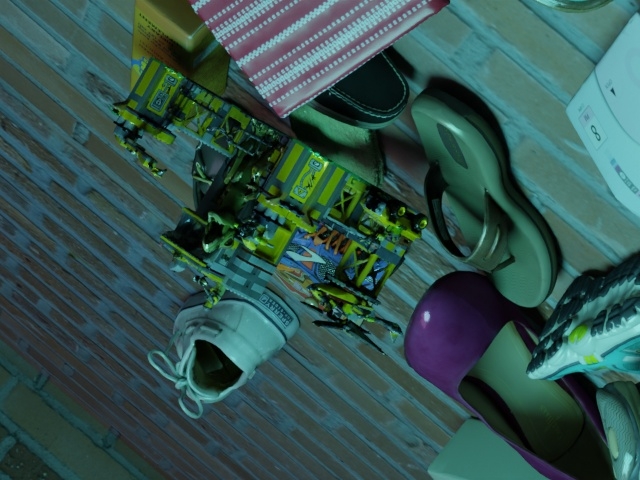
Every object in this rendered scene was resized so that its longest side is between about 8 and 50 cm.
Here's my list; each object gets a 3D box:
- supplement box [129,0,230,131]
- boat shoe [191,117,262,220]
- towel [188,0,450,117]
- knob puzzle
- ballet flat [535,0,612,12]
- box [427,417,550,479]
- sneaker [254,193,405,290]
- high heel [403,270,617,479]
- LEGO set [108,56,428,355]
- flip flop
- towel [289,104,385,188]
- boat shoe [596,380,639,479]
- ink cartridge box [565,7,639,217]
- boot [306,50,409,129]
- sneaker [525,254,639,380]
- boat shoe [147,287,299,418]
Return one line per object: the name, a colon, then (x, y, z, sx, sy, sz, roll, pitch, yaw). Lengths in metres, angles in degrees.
supplement box: (-0.140, -0.198, 1.891, 0.078, 0.080, 0.233, 39, 162, 9)
boat shoe: (-0.106, -0.073, 2.101, 0.081, 0.069, 0.228, 34, 159, 15)
towel: (-0.046, -0.254, 1.512, 0.199, 0.031, 0.275, -32, 101, 35)
knob puzzle: (-0.026, 0.037, 2.248, 0.213, 0.030, 0.213, 34, 159, 15)
ballet flat: (0.080, -0.288, 1.302, 0.342, 0.116, 0.124, 41, 180, -1)
box: (0.260, 0.293, 2.189, 0.275, 0.094, 0.113, 10, 144, 54)
sneaker: (0.000, 0.000, 2.060, 0.221, 0.083, 0.087, 15, 141, 42)
high heel: (0.212, 0.150, 1.904, 0.181, 0.127, 0.377, 39, 180, 31)
LEGO set: (-0.073, -0.014, 1.787, 0.331, 0.192, 0.255, 31, -178, 33)
flip flop: (0.140, -0.028, 1.748, 0.112, 0.080, 0.277, 24, 155, 37)
towel: (0.014, -0.113, 1.872, 0.110, 0.027, 0.148, 28, 156, 27)
boat shoe: (0.343, 0.190, 1.731, 0.355, 0.130, 0.132, 26, -129, -74)
ink cartridge box: (0.282, -0.046, 1.388, 0.232, 0.066, 0.189, 65, 163, 13)
boot: (0.004, -0.203, 1.622, 0.236, 0.085, 0.178, 42, 157, -6)
sneaker: (0.278, 0.096, 1.752, 0.110, 0.107, 0.275, 32, 162, -11)
boat shoe: (-0.151, 0.166, 2.546, 0.136, 0.156, 0.367, 44, 159, -10)
